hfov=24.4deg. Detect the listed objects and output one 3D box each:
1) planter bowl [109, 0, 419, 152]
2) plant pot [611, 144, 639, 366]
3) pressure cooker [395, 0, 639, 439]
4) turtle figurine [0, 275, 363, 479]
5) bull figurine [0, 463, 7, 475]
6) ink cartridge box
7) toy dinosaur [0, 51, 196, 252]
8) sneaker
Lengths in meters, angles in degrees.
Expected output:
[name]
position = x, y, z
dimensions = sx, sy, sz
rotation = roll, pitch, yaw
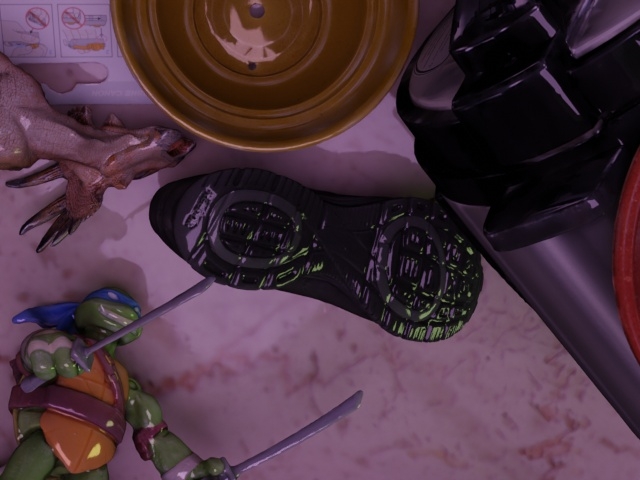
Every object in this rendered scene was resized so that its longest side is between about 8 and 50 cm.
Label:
[planter bowl]
position = -0.043, -0.170, 1.072
dimensions = 0.217, 0.090, 0.217
rotation = 0, 91, -8
[plant pot]
position = 0.312, 0.031, 0.698
dimensions = 0.272, 0.265, 0.272
rotation = -2, 105, -8
[pressure cooker]
position = 0.261, -0.097, 0.986
dimensions = 0.375, 0.370, 0.420
rotation = -39, 108, 4
[turtle figurine]
position = -0.150, 0.157, 1.073
dimensions = 0.274, 0.198, 0.266
rotation = 15, 69, 17
[bull figurine]
position = -0.171, 0.304, 1.220
dimensions = 0.310, 0.101, 0.188
rotation = 25, 107, -7
[ink cartridge box]
position = -0.199, -0.216, 1.102
dimensions = 0.189, 0.066, 0.232
rotation = 0, 127, -3
[toy dinosaur]
position = -0.261, -0.084, 1.090
dimensions = 0.295, 0.200, 0.127
rotation = 23, 85, 13
[sneaker]
position = 0.000, 0.000, 1.140
dimensions = 0.286, 0.130, 0.109
rotation = 20, 88, -30
